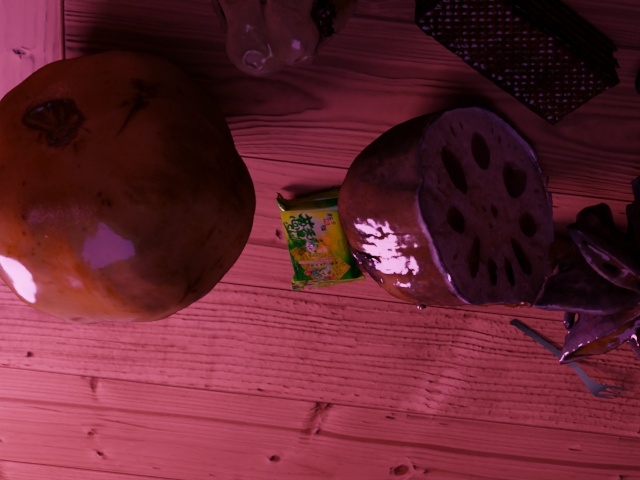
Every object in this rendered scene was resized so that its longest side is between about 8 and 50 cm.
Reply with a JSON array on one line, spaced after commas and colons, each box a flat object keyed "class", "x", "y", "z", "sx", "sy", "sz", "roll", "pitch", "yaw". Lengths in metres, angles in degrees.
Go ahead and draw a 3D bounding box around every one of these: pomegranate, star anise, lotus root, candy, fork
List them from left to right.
[{"class": "pomegranate", "x": -0.243, "y": -0.057, "z": 1.924, "sx": 0.333, "sy": 0.332, "sz": 0.332, "roll": 3, "pitch": 138, "yaw": 3}, {"class": "candy", "x": 0.000, "y": 0.001, "z": 2.165, "sx": 0.102, "sy": 0.032, "sz": 0.178, "roll": -2, "pitch": 137, "yaw": 8}, {"class": "lotus root", "x": 0.143, "y": -0.024, "z": 1.988, "sx": 0.192, "sy": 0.272, "sz": 0.272, "roll": -16, "pitch": 134, "yaw": 36}, {"class": "fork", "x": 0.352, "y": 0.177, "z": 2.332, "sx": 0.235, "sy": 0.021, "sz": 0.039, "roll": 33, "pitch": 128, "yaw": -27}, {"class": "star anise", "x": 0.424, "y": 0.042, "z": 2.089, "sx": 0.332, "sy": 0.117, "sz": 0.331, "roll": -9, "pitch": 127, "yaw": -12}]

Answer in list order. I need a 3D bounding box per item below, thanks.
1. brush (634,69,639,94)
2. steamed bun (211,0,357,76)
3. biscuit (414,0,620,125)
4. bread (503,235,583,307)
[{"class": "brush", "x": 0.428, "y": -0.270, "z": 1.814, "sx": 0.070, "sy": 0.051, "sz": 0.323, "roll": 13, "pitch": 137, "yaw": -4}, {"class": "steamed bun", "x": -0.047, "y": -0.252, "z": 1.804, "sx": 0.172, "sy": 0.155, "sz": 0.141, "roll": -6, "pitch": 138, "yaw": 13}, {"class": "biscuit", "x": 0.227, "y": -0.232, "z": 1.862, "sx": 0.252, "sy": 0.070, "sz": 0.106, "roll": 32, "pitch": 132, "yaw": -27}, {"class": "bread", "x": 0.254, "y": 0.043, "z": 2.157, "sx": 0.233, "sy": 0.076, "sz": 0.105, "roll": 1, "pitch": 136, "yaw": 6}]
